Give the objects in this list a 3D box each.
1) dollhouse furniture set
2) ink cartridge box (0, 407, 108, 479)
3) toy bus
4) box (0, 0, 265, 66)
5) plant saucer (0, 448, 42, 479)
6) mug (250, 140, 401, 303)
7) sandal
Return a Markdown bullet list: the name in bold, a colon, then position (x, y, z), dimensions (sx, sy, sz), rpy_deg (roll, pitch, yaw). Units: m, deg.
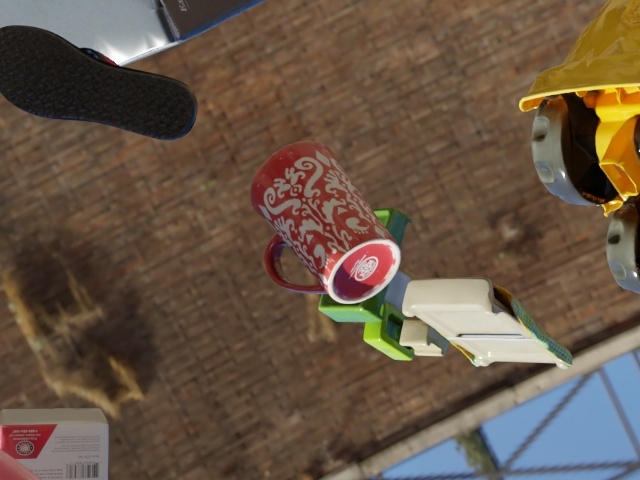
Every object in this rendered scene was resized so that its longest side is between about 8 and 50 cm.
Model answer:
- **dollhouse furniture set**: position (0.179, 0.062, 1.735), dimensions (0.301, 0.197, 0.151), rpy_deg (-3, -118, 44)
- **ink cartridge box**: position (-0.325, 0.299, 1.579), dimensions (0.128, 0.176, 0.127), rpy_deg (2, -179, -14)
- **toy bus**: position (0.252, -0.081, 0.795), dimensions (0.149, 0.220, 0.211), rpy_deg (-1, -130, 46)
- **box**: position (-0.200, -0.369, 1.461), dimensions (0.212, 0.294, 0.395), rpy_deg (-17, -166, 30)
- **plant saucer**: position (-0.364, 0.201, 1.098), dimensions (0.084, 0.332, 0.332), rpy_deg (-59, -166, -4)
- **mug**: position (0.009, -0.005, 1.459), dimensions (0.113, 0.150, 0.169), rpy_deg (-19, -134, -22)
- **sandal**: position (-0.185, -0.124, 1.056), dimensions (0.179, 0.067, 0.040), rpy_deg (18, -169, 1)
